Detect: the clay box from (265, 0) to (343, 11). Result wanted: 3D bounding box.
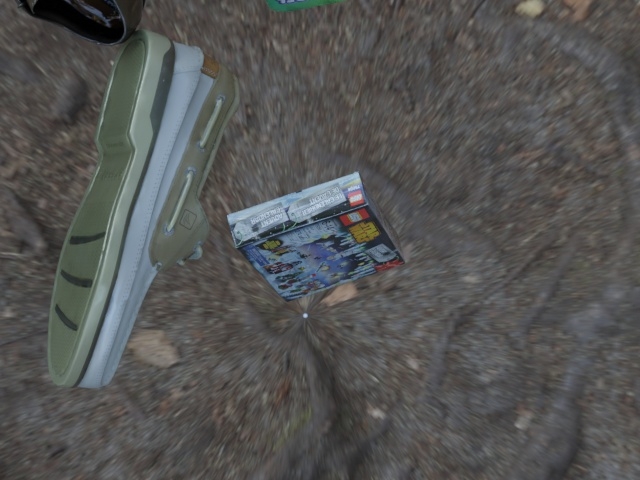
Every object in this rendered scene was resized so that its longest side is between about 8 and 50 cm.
[{"bbox_3d":[0.004,-0.228,0.993,0.127,0.222,0.053,-10,59,6],"label":"clay box"}]

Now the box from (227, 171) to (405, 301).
[{"bbox_3d":[0.000,0.000,1.148,0.094,0.137,0.027,-19,69,8],"label":"box"}]

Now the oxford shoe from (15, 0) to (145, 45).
[{"bbox_3d":[-0.236,-0.234,1.330,0.227,0.096,0.083,30,122,-21],"label":"oxford shoe"}]

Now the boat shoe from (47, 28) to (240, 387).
[{"bbox_3d":[-0.143,-0.017,1.383,0.103,0.113,0.302,16,90,-29],"label":"boat shoe"}]
